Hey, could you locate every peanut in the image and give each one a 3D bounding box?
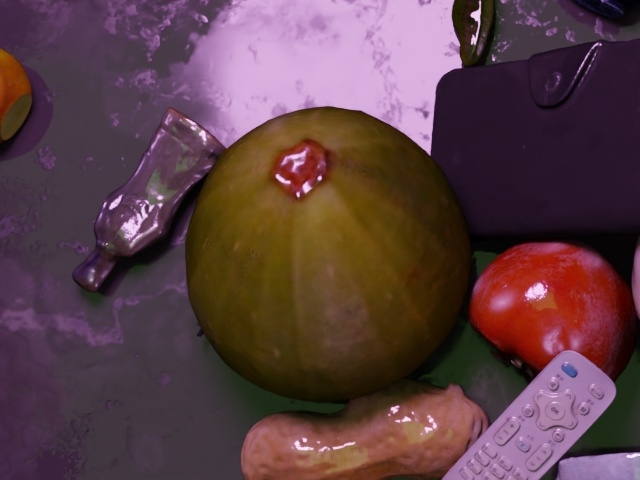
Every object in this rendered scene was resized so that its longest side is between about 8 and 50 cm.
[{"bbox_3d":[0.046,0.210,1.896,0.263,0.101,0.117,-16,68,7],"label":"peanut"}]

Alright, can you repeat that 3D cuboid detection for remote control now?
[{"bbox_3d":[0.202,0.200,1.817,0.073,0.044,0.229,39,113,1],"label":"remote control"}]

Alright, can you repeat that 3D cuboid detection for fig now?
[{"bbox_3d":[0.000,0.000,1.812,0.316,0.316,0.316,-1,84,6],"label":"fig"}]

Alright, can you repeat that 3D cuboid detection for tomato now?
[{"bbox_3d":[0.243,0.076,1.850,0.151,0.187,0.187,-44,82,-1],"label":"tomato"}]

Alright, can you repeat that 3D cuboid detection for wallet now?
[{"bbox_3d":[0.242,-0.097,1.805,0.051,0.377,0.197,10,83,-36],"label":"wallet"}]

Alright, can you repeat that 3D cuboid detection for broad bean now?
[{"bbox_3d":[0.159,-0.282,1.957,0.061,0.046,0.195,-18,78,16],"label":"broad bean"}]

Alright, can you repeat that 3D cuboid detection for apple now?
[{"bbox_3d":[-0.372,-0.158,1.974,0.099,0.102,0.114,33,90,7],"label":"apple"}]

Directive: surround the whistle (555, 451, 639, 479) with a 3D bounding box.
[{"bbox_3d":[0.396,0.300,1.833,0.404,0.188,0.168,4,78,-26],"label":"whistle"}]

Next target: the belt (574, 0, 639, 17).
[{"bbox_3d":[0.299,-0.331,1.928,0.141,0.082,0.190,-27,81,0],"label":"belt"}]

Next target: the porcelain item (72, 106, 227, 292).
[{"bbox_3d":[-0.190,-0.034,1.959,0.081,0.069,0.216,34,88,4],"label":"porcelain item"}]

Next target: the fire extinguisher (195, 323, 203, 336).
[{"bbox_3d":[-0.097,0.023,1.965,0.049,0.035,0.173,17,85,-31],"label":"fire extinguisher"}]

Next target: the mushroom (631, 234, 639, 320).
[{"bbox_3d":[0.482,0.014,1.748,0.356,0.315,0.315,-4,83,43],"label":"mushroom"}]
